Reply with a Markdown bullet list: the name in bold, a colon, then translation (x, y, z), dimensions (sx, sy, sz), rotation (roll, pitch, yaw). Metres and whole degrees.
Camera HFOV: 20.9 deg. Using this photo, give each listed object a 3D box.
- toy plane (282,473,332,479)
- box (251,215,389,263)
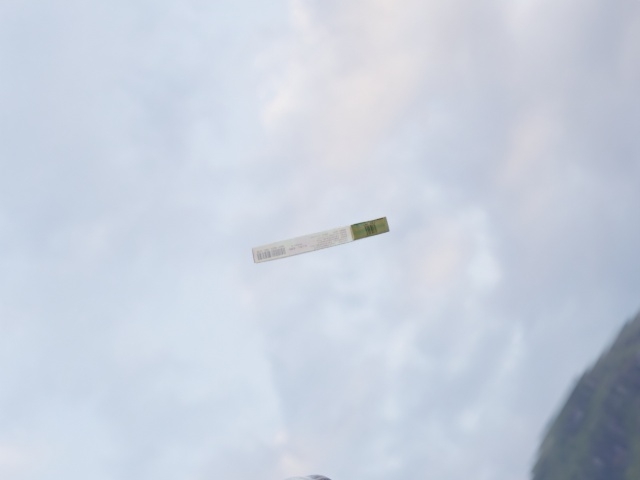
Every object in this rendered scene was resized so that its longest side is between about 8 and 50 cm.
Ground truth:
- **toy plane**: translation (0.000, 0.262, 1.526), dimensions (0.080, 0.174, 0.174), rotation (-52, -24, -22)
- **box**: translation (0.000, 0.000, 1.335), dimensions (0.058, 0.093, 0.015), rotation (-15, -88, -58)
